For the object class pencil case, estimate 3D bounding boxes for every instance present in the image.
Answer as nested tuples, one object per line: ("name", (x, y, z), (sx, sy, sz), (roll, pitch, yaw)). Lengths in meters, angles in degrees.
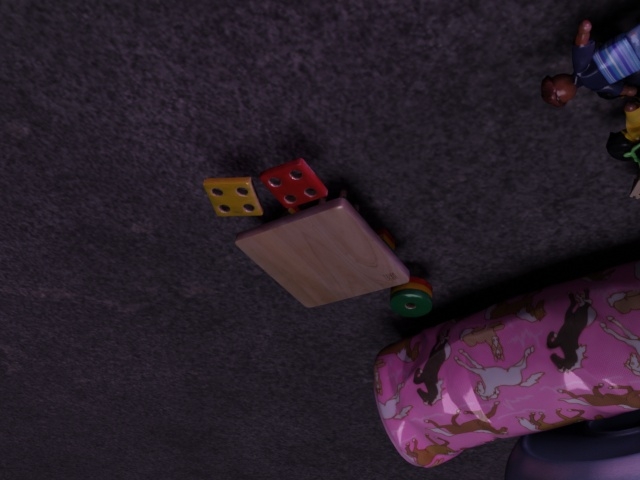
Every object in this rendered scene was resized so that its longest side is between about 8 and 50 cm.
("pencil case", (0.242, 0.140, 0.759), (0.386, 0.167, 0.160), (-23, 166, 35))

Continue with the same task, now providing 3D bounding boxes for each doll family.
("doll family", (0.243, -0.107, 0.513), (0.111, 0.076, 0.193), (-22, 128, 40))

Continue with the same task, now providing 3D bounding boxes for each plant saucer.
("plant saucer", (0.353, 0.213, 0.780), (0.317, 0.044, 0.317), (-21, 178, -1))

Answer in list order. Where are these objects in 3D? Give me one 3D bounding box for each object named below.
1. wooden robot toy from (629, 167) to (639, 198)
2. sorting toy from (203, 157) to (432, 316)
("wooden robot toy", (0.353, -0.023, 0.599), (0.173, 0.076, 0.079), (5, 153, 6))
("sorting toy", (0.000, 0.000, 0.714), (0.132, 0.046, 0.274), (-18, 135, 31))
